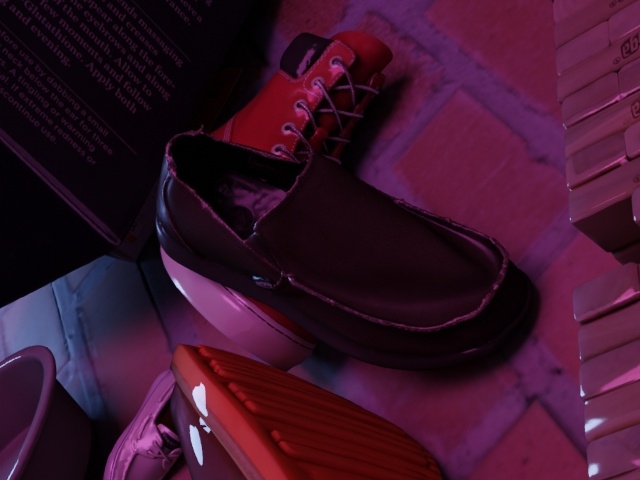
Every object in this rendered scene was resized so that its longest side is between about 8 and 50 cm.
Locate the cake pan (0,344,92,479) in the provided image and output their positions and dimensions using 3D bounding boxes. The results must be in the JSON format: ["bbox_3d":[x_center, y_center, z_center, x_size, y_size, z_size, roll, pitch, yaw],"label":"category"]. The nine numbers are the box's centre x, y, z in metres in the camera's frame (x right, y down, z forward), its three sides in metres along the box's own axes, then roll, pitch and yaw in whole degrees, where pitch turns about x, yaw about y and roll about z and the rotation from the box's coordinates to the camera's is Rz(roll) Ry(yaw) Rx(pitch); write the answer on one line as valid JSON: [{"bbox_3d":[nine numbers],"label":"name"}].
[{"bbox_3d":[-0.251,0.204,0.845,0.293,0.054,0.293,-43,22,22],"label":"cake pan"}]

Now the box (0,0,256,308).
[{"bbox_3d":[-0.240,-0.149,0.986,0.293,0.212,0.395,-25,30,38],"label":"box"}]

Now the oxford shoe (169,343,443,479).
[{"bbox_3d":[-0.008,0.150,0.550,0.133,0.130,0.363,-65,25,8],"label":"oxford shoe"}]

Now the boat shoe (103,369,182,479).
[{"bbox_3d":[-0.100,0.124,0.782,0.035,0.035,0.100,-10,46,53],"label":"boat shoe"}]

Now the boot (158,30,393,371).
[{"bbox_3d":[-0.012,-0.042,0.774,0.176,0.088,0.244,-46,29,12],"label":"boot"}]

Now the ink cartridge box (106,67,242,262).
[{"bbox_3d":[-0.152,-0.074,1.032,0.145,0.045,0.179,11,72,56],"label":"ink cartridge box"}]

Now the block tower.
[{"bbox_3d":[0.157,0.008,0.488,0.097,0.091,0.336,-29,40,36],"label":"block tower"}]

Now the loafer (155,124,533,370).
[{"bbox_3d":[0.000,0.000,0.645,0.220,0.078,0.080,16,58,24],"label":"loafer"}]
